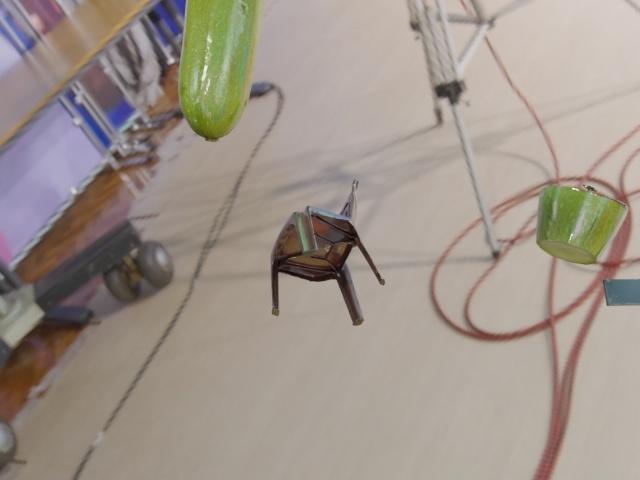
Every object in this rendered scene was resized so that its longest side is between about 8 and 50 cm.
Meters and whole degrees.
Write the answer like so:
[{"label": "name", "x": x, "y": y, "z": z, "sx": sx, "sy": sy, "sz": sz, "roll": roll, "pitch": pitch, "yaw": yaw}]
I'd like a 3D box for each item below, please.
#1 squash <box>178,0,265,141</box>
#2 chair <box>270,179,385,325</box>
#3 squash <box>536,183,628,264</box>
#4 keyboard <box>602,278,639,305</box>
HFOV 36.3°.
[{"label": "squash", "x": -0.113, "y": -0.204, "z": 1.094, "sx": 0.095, "sy": 0.095, "sz": 0.188, "roll": 11, "pitch": 96, "yaw": 51}, {"label": "chair", "x": 0.000, "y": 0.000, "z": 1.916, "sx": 0.175, "sy": 0.183, "sz": 0.326, "roll": -61, "pitch": 25, "yaw": 29}, {"label": "squash", "x": 0.487, "y": -0.033, "z": 1.858, "sx": 0.170, "sy": 0.170, "sz": 0.122, "roll": 8, "pitch": 73, "yaw": 49}, {"label": "keyboard", "x": 0.628, "y": 0.099, "z": 1.863, "sx": 0.176, "sy": 0.014, "sz": 0.055, "roll": -1, "pitch": 65, "yaw": -4}]
